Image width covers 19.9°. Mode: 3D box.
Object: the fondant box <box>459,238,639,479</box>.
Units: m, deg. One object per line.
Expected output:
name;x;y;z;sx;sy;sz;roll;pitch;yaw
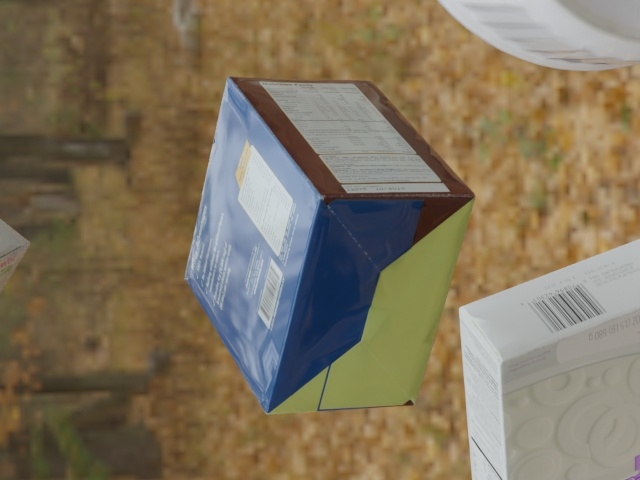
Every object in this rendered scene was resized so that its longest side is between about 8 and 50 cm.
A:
fondant box;0.272;0.174;1.839;0.096;0.238;0.330;-126;21;-46

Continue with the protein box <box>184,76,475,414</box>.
protein box;0.000;0.000;1.468;0.201;0.136;0.200;-126;43;-51

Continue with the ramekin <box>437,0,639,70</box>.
ramekin;0.184;-0.226;1.073;0.127;0.273;0.273;-133;42;-69

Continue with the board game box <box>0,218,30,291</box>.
board game box;-0.369;0.116;1.368;0.303;0.097;0.224;-53;-4;23
